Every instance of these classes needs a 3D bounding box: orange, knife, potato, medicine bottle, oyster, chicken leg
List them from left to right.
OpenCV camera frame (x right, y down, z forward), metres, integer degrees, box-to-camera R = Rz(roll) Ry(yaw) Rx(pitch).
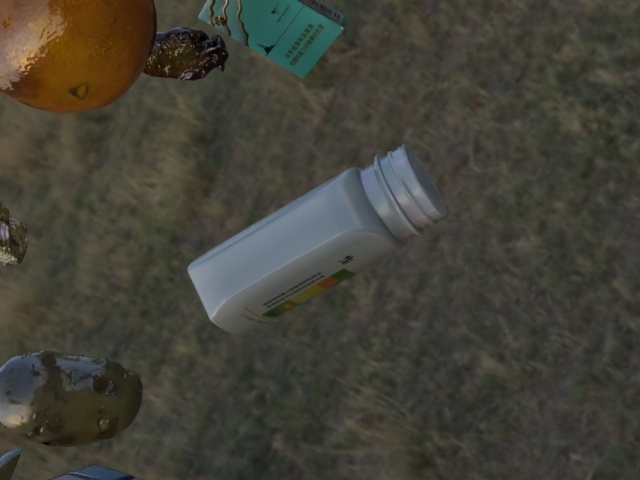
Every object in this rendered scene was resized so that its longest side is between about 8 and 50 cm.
[{"bbox_3d":[-0.575,0.478,1.804,0.027,0.061,0.343,30,90,33],"label":"knife"},{"bbox_3d":[-0.599,-0.028,2.127,0.191,0.081,0.163,122,132,-73],"label":"oyster"},{"bbox_3d":[-0.358,-0.301,1.567,0.261,0.261,0.261,-46,26,30],"label":"orange"},{"bbox_3d":[-0.432,0.269,1.911,0.165,0.262,0.165,-178,90,-67],"label":"potato"},{"bbox_3d":[-0.272,-0.321,1.821,0.106,0.253,0.051,-61,25,25],"label":"chicken leg"},{"bbox_3d":[0.000,0.000,1.469,0.324,0.179,0.124,-31,74,14],"label":"medicine bottle"}]

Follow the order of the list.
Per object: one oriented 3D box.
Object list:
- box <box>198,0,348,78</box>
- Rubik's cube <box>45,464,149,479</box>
[{"bbox_3d":[-0.087,-0.404,2.037,0.162,0.229,0.041,-45,22,49],"label":"box"},{"bbox_3d":[-0.187,0.395,1.028,0.293,0.292,0.287,0,-79,-72],"label":"Rubik's cube"}]
